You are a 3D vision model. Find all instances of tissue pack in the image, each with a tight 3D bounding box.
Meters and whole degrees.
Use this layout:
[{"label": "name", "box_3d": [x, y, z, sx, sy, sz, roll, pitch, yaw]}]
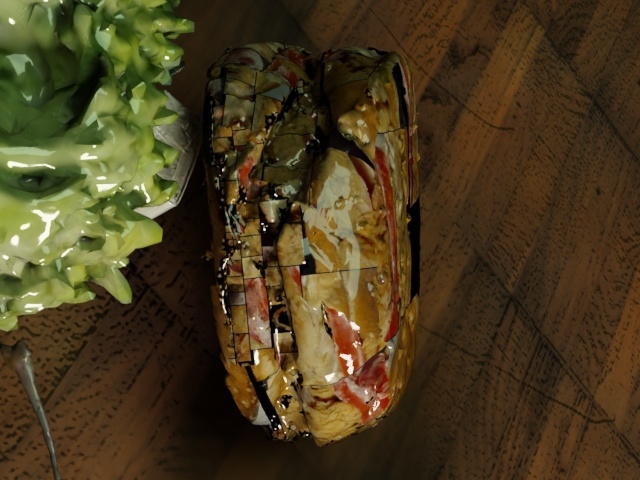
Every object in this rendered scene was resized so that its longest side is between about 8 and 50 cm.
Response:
[{"label": "tissue pack", "box_3d": [-0.104, -0.035, 0.820, 0.042, 0.083, 0.062, 42, 45, -26]}]

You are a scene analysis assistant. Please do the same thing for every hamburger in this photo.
[{"label": "hamburger", "box_3d": [0.000, 0.000, 0.855, 0.231, 0.106, 0.231, -2, 90, -84]}]

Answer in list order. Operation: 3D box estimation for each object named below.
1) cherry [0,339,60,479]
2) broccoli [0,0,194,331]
[{"label": "cherry", "box_3d": [-0.177, 0.130, 0.656, 0.148, 0.115, 0.188, -13, 71, -12]}, {"label": "broccoli", "box_3d": [-0.160, -0.083, 0.545, 0.353, 0.397, 0.275, -29, 97, -58]}]
